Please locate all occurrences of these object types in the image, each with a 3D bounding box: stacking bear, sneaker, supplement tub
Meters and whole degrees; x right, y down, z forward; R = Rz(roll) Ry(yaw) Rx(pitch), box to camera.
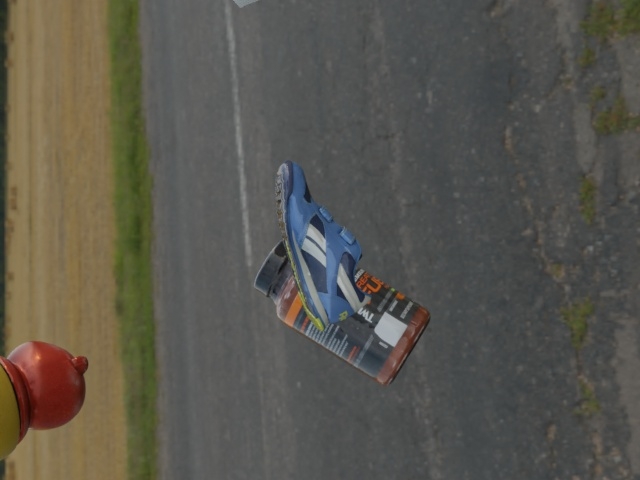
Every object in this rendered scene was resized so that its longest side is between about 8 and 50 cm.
[{"bbox_3d":[-0.427,0.204,1.057,0.164,0.289,0.175,45,128,30],"label":"stacking bear"},{"bbox_3d":[0.000,0.000,0.722,0.053,0.059,0.144,-158,51,-80],"label":"sneaker"},{"bbox_3d":[0.022,0.078,1.008,0.106,0.197,0.106,-57,-8,-12],"label":"supplement tub"}]

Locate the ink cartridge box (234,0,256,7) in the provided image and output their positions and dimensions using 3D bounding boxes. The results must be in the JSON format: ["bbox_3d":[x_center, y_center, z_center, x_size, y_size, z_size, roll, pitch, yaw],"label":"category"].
[{"bbox_3d":[-0.048,-0.506,1.315,0.226,0.306,0.131,31,-135,-63],"label":"ink cartridge box"}]
